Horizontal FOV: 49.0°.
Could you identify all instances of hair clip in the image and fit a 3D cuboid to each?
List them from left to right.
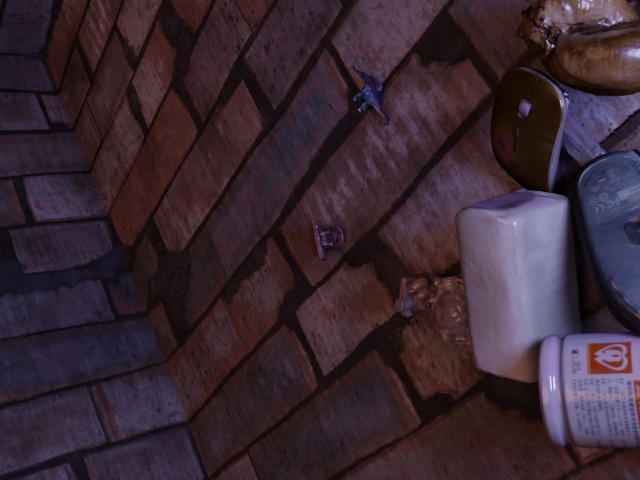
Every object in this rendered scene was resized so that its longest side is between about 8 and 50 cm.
[{"bbox_3d":[-0.009,0.001,1.991,0.138,0.102,0.123,-15,82,50],"label":"hair clip"}]

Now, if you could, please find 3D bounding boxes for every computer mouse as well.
[{"bbox_3d":[0.407,-0.197,1.378,0.158,0.071,0.310,47,163,33],"label":"computer mouse"},{"bbox_3d":[0.574,0.006,1.252,0.203,0.114,0.374,-23,55,23],"label":"computer mouse"}]

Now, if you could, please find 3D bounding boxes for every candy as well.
[{"bbox_3d":[0.398,0.082,1.390,0.145,0.208,0.359,13,118,52],"label":"candy"}]

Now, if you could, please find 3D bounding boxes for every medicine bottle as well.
[{"bbox_3d":[0.554,0.256,1.215,0.315,0.202,0.202,-8,90,27],"label":"medicine bottle"}]

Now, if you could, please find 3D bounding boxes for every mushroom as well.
[{"bbox_3d":[0.483,-0.360,1.228,0.195,0.282,0.264,108,172,-48],"label":"mushroom"}]

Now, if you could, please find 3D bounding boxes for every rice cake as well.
[{"bbox_3d":[0.482,-0.239,1.409,0.270,0.048,0.055,58,157,26],"label":"rice cake"}]

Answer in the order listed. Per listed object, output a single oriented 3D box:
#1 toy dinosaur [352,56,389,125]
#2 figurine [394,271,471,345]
[{"bbox_3d":[0.124,-0.378,1.812,0.080,0.045,0.198,-29,81,35],"label":"toy dinosaur"},{"bbox_3d":[0.296,0.154,1.626,0.236,0.141,0.163,25,120,44],"label":"figurine"}]
